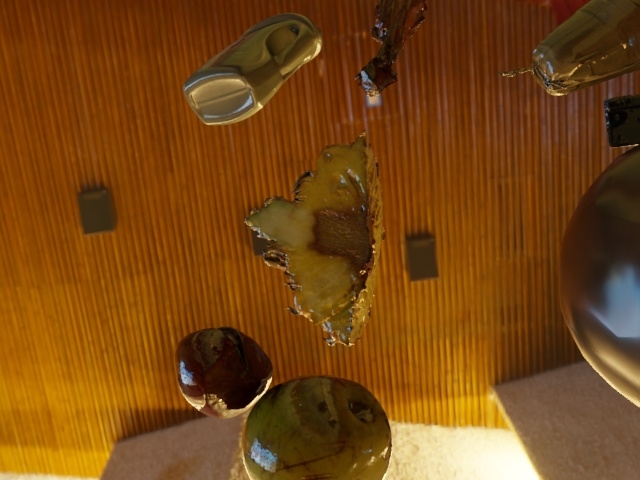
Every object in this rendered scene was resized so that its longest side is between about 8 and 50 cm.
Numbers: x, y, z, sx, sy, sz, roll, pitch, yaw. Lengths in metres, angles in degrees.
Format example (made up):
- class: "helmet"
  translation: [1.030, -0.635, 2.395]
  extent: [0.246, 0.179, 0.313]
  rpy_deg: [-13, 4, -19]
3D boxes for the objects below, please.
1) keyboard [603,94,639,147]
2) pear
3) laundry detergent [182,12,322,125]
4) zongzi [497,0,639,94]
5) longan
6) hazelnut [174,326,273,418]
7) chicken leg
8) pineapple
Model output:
- class: "keyboard"
  translation: [0.498, -0.169, 0.974]
  extent: [0.231, 0.072, 0.023]
  rpy_deg: [-6, 176, 16]
- class: "pear"
  translation: [-0.003, 0.374, 1.367]
  extent: [0.284, 0.283, 0.283]
  rpy_deg: [-6, -165, 2]
- class: "laundry detergent"
  translation: [-0.087, -0.279, 1.144]
  extent: [0.181, 0.091, 0.253]
  rpy_deg: [-9, -149, 41]
- class: "zongzi"
  translation: [0.304, -0.187, 0.818]
  extent: [0.189, 0.178, 0.081]
  rpy_deg: [-39, -122, 5]
- class: "longan"
  translation: [0.469, 0.045, 0.827]
  extent: [0.405, 0.336, 0.404]
  rpy_deg: [-4, -141, 3]
- class: "hazelnut"
  translation: [-0.193, 0.259, 1.446]
  extent: [0.178, 0.177, 0.204]
  rpy_deg: [6, 179, 40]
- class: "chicken leg"
  translation: [0.150, -0.425, 1.552]
  extent: [0.113, 0.093, 0.304]
  rpy_deg: [10, -119, 15]
- class: "pineapple"
  translation: [0.000, 0.006, 0.922]
  extent: [0.164, 0.249, 0.140]
  rpy_deg: [-5, 173, 19]
